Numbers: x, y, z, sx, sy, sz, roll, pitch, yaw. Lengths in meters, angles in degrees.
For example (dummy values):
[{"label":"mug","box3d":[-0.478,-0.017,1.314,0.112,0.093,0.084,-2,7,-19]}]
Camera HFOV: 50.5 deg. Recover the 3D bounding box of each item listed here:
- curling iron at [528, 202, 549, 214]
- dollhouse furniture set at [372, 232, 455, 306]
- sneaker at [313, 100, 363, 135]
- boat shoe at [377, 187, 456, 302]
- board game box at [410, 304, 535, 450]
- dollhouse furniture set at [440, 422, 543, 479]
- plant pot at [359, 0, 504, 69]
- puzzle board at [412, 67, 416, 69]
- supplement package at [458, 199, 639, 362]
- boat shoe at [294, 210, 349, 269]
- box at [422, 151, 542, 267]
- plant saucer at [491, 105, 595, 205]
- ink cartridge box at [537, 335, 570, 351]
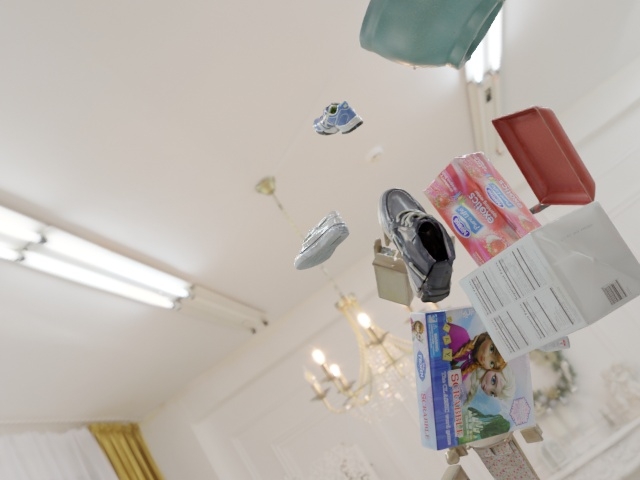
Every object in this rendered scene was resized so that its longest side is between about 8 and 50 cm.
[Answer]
[{"label":"curling iron","box3d":[0.747,-0.110,2.329,0.274,0.035,0.068,-35,-21,11]},{"label":"dollhouse furniture set","box3d":[0.252,0.040,1.962,0.242,0.212,0.161,-59,-28,-32]},{"label":"sneaker","box3d":[0.040,-0.343,1.882,0.080,0.081,0.211,-41,22,-22]},{"label":"boat shoe","box3d":[0.231,-0.032,1.604,0.127,0.341,0.158,-14,-36,-12]},{"label":"board game box","box3d":[0.373,0.315,1.643,0.318,0.319,0.066,-5,-2,-30]},{"label":"dollhouse furniture set","box3d":[0.488,0.694,1.839,0.355,0.303,0.174,-29,5,41]},{"label":"plant pot","box3d":[0.237,-0.455,1.320,0.293,0.196,0.293,-53,-9,-12]},{"label":"puzzle board","box3d":[0.262,-0.518,1.743,0.128,0.011,0.096,-53,-42,-13]},{"label":"supplement package","box3d":[0.458,0.087,1.353,0.199,0.198,0.263,-21,-15,-28]},{"label":"boat shoe","box3d":[0.000,0.000,1.780,0.083,0.076,0.226,2,-29,-39]},{"label":"box","box3d":[0.436,-0.072,1.809,0.142,0.300,0.154,-16,-24,-44]},{"label":"plant saucer","box3d":[0.531,-0.202,1.600,0.047,0.258,0.259,-34,7,-5]},{"label":"ink cartridge box","box3d":[0.626,0.308,2.003,0.179,0.045,0.145,-14,-2,3]}]
